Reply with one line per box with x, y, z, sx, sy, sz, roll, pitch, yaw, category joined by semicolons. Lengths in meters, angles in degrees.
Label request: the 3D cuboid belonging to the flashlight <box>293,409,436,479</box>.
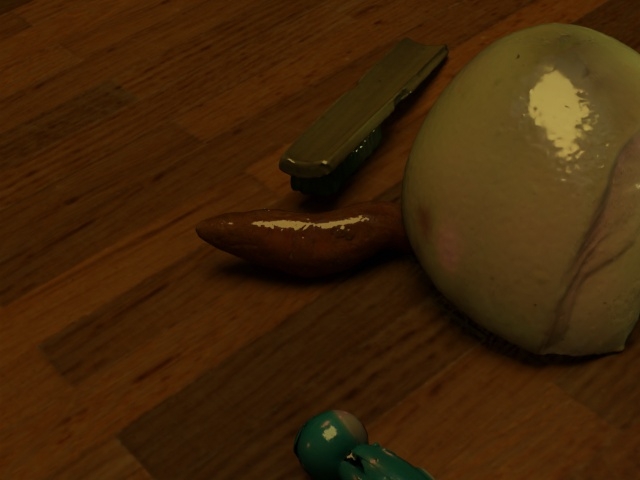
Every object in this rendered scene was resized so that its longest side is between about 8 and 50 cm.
0.037;0.155;0.651;0.051;0.051;0.129;-35;52;-27;flashlight

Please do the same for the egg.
0.171;-0.071;0.775;0.206;0.161;0.271;21;44;14;egg

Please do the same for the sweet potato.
0.000;-0.001;0.832;0.202;0.058;0.055;-1;17;-1;sweet potato

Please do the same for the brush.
0.049;-0.122;0.972;0.054;0.048;0.282;14;38;23;brush
